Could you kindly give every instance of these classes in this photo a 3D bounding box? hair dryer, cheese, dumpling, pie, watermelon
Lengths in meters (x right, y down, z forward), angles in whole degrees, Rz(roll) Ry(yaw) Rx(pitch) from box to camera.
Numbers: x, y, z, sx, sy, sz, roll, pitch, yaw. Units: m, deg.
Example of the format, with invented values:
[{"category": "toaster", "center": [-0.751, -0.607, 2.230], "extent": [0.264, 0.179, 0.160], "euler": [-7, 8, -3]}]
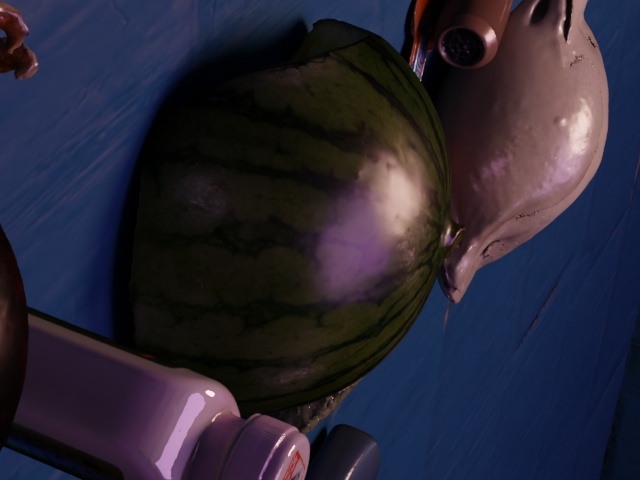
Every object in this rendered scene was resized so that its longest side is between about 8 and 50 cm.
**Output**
[{"category": "hair dryer", "center": [0.135, -0.259, 1.590], "extent": [0.117, 0.064, 0.182], "euler": [-67, 153, -48]}, {"category": "cheese", "center": [0.078, -0.109, 1.604], "extent": [0.106, 0.037, 0.256], "euler": [18, 84, -73]}, {"category": "dumpling", "center": [0.199, -0.105, 1.757], "extent": [0.260, 0.181, 0.341], "euler": [46, 43, -84]}, {"category": "pie", "center": [-0.009, 0.116, 1.452], "extent": [0.187, 0.041, 0.187], "euler": [-42, -173, 6]}, {"category": "watermelon", "center": [0.000, 0.000, 1.272], "extent": [0.331, 0.189, 0.331], "euler": [-45, 144, -47]}]

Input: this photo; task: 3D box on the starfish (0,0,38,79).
[{"category": "starfish", "center": [-0.216, -0.032, 0.845], "extent": [0.210, 0.053, 0.150], "euler": [-63, 148, -11]}]

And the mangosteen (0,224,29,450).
[{"category": "mangosteen", "center": [-0.214, 0.036, 0.676], "extent": [0.210, 0.209, 0.210], "euler": [-55, 156, -40]}]

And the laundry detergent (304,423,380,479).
[{"category": "laundry detergent", "center": [-0.010, 0.277, 1.694], "extent": [0.206, 0.061, 0.097], "euler": [-53, 163, -41]}]

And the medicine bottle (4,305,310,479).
[{"category": "medicine bottle", "center": [-0.115, 0.097, 0.958], "extent": [0.115, 0.219, 0.078], "euler": [66, 46, -66]}]
